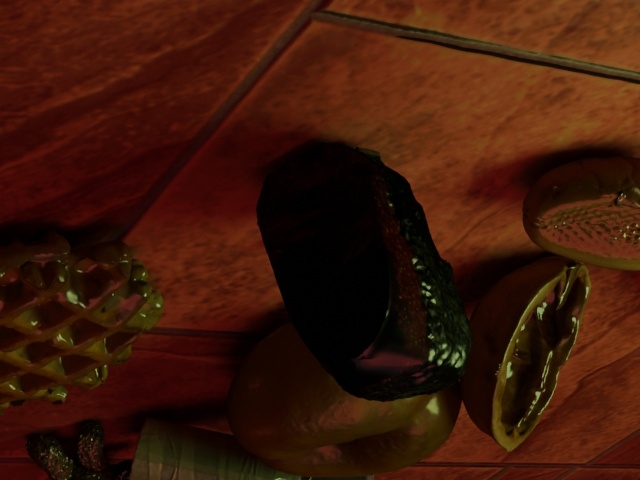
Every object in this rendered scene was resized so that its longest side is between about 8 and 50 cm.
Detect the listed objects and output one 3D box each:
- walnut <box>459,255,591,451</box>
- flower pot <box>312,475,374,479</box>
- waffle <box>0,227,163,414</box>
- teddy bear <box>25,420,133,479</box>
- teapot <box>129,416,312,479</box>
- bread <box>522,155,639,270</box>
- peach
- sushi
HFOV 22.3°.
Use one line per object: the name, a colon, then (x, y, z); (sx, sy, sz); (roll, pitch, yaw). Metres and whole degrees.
walnut: (0.195, 0.105, 1.679); (0.167, 0.087, 0.211); (9, 102, -61)
flower pot: (-0.050, 0.373, 1.971); (0.243, 0.265, 0.265); (-5, 153, 5)
waffle: (-0.302, 0.089, 1.488); (0.325, 0.068, 0.302); (-3, 150, -18)
teddy bear: (-0.265, 0.269, 1.835); (0.119, 0.078, 0.160); (-17, 152, -3)
teapot: (-0.110, 0.270, 1.815); (0.200, 0.077, 0.107); (12, 126, 0)
bread: (0.277, -0.028, 1.518); (0.189, 0.077, 0.114); (9, 132, -7)
peach: (0.021, 0.165, 1.705); (0.251, 0.153, 0.251); (-10, 147, -6)
sushi: (0.037, 0.030, 1.368); (0.136, 0.225, 0.126); (-33, 146, 20)
